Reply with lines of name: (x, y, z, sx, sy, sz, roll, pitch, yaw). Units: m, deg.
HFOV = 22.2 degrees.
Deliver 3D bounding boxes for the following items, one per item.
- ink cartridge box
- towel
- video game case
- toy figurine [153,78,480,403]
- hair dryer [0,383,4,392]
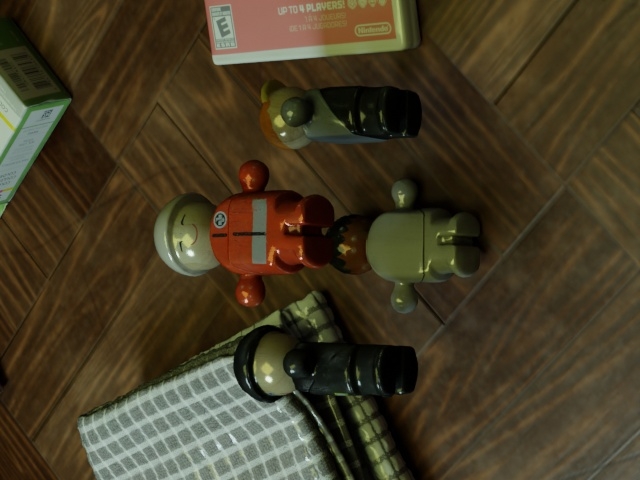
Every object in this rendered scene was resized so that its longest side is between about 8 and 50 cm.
ink cartridge box: (-0.330, -0.101, 1.562, 0.109, 0.062, 0.209, 51, 129, 16)
towel: (-0.068, 0.205, 1.393, 0.284, 0.121, 0.235, -29, 84, 41)
video game case: (-0.025, -0.285, 1.277, 0.204, 0.025, 0.285, 1, 103, 40)
toy figurine: (0.000, 0.000, 1.209, 0.148, 0.209, 0.213, -1, 133, 38)
hair dryer: (-0.463, 0.120, 1.684, 0.293, 0.080, 0.223, 10, 131, 14)
